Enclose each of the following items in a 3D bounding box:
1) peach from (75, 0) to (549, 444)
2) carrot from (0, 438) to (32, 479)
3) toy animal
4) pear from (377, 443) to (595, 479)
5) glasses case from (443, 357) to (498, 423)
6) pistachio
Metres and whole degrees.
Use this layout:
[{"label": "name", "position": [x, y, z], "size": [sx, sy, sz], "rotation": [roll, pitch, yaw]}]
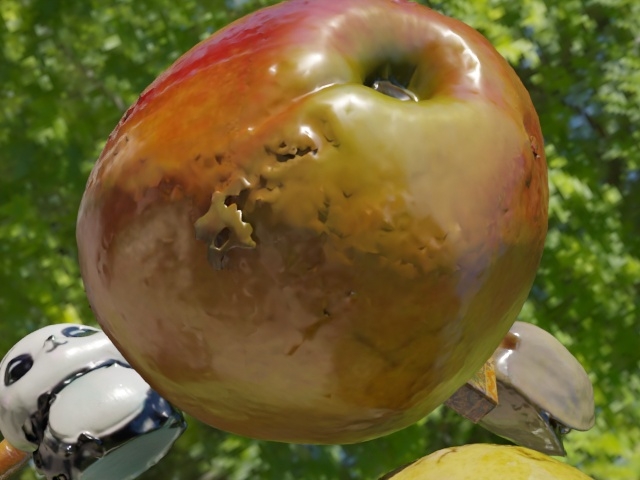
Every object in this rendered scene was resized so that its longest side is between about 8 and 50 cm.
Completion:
[{"label": "peach", "position": [-0.002, -0.002, 1.078], "size": [0.290, 0.372, 0.372], "rotation": [46, -29, 12]}, {"label": "carrot", "position": [-0.384, 0.267, 1.898], "size": [0.048, 0.139, 0.048], "rotation": [38, -23, 20]}, {"label": "toy animal", "position": [-0.228, 0.157, 1.379], "size": [0.179, 0.166, 0.138], "rotation": [47, -32, 33]}, {"label": "pear", "position": [0.115, 0.269, 0.959], "size": [0.271, 0.271, 0.271], "rotation": [42, -31, 34]}, {"label": "glasses case", "position": [0.079, 0.099, 1.496], "size": [0.218, 0.075, 0.049], "rotation": [34, -61, -19]}, {"label": "pistachio", "position": [0.236, 0.171, 1.703], "size": [0.206, 0.129, 0.131], "rotation": [37, 16, -35]}]
